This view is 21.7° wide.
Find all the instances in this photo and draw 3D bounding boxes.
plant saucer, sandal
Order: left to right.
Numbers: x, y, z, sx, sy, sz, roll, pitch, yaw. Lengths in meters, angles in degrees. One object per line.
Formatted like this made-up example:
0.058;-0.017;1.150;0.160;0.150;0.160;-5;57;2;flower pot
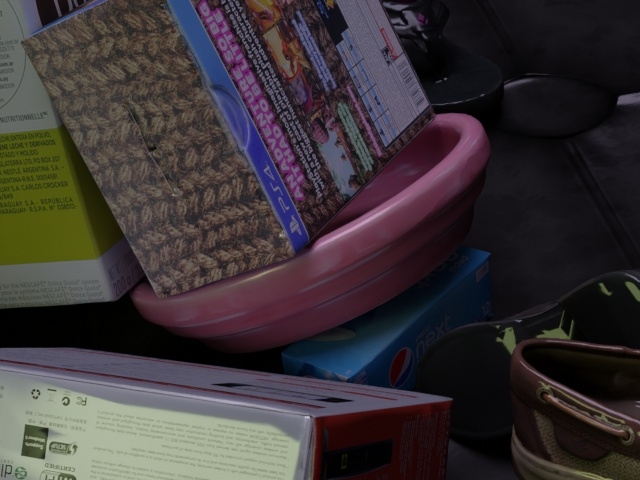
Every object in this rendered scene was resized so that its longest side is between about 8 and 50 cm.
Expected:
0.000;0.000;1.433;0.332;0.084;0.332;-25;13;6;plant saucer
0.050;-0.250;1.896;0.167;0.107;0.446;-19;34;-20;sandal

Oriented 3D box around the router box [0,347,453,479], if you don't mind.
-0.107;0.133;1.174;0.335;0.082;0.301;6;-1;22;router box

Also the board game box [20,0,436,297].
-0.062;-0.130;1.361;0.141;0.232;0.291;-18;16;34;board game box

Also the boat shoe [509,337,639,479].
0.285;0.125;1.114;0.342;0.123;0.123;9;36;29;boat shoe

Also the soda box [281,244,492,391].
0.060;0.077;1.402;0.071;0.067;0.210;18;38;33;soda box

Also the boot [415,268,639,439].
0.230;0.075;1.343;0.263;0.091;0.229;-26;-9;37;boot

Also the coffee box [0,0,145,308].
-0.293;-0.155;1.505;0.338;0.334;0.337;-4;23;25;coffee box
